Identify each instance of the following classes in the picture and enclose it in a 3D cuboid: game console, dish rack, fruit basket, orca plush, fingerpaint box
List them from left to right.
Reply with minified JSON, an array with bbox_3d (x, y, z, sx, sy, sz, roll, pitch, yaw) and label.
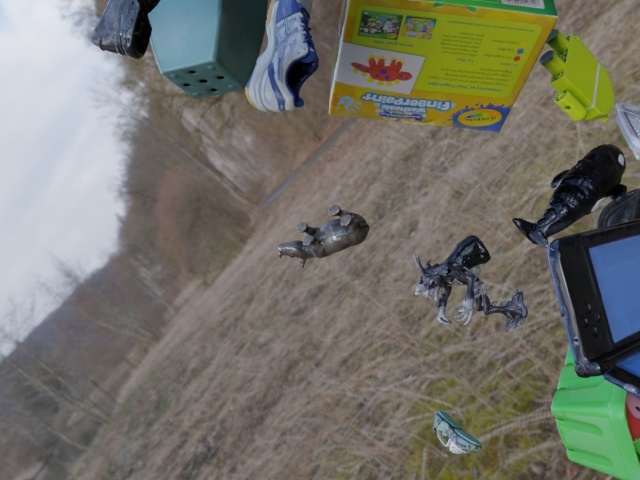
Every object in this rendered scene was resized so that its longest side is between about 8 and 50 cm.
[{"bbox_3d":[0.260,-0.453,1.501,0.371,0.444,0.163,100,173,-58],"label":"fingerpaint box"},{"bbox_3d":[0.500,-0.119,1.271,0.287,0.102,0.151,-31,37,-6],"label":"orca plush"},{"bbox_3d":[0.736,0.346,1.389,0.392,0.283,0.392,-22,23,10],"label":"fruit basket"},{"bbox_3d":[1.004,-0.287,1.854,0.333,0.285,0.072,-68,-6,-57],"label":"dish rack"},{"bbox_3d":[0.461,0.088,0.808,0.293,0.250,0.173,-10,-6,-39],"label":"game console"}]

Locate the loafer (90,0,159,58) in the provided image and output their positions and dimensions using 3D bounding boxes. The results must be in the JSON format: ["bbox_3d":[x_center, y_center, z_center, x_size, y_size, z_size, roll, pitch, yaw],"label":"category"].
[{"bbox_3d":[-0.233,-0.305,0.782,0.062,0.061,0.170,84,-164,-69],"label":"loafer"}]

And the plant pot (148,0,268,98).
[{"bbox_3d":[-0.194,-0.375,1.088,0.165,0.234,0.165,-6,-15,21],"label":"plant pot"}]

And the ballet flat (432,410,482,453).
[{"bbox_3d":[0.332,0.486,1.566,0.070,0.070,0.188,-49,16,-3],"label":"ballet flat"}]

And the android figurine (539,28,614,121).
[{"bbox_3d":[0.672,-0.418,1.656,0.056,0.273,0.248,-23,40,50],"label":"android figurine"}]

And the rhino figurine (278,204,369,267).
[{"bbox_3d":[0.000,0.000,1.398,0.243,0.106,0.073,-25,56,32],"label":"rhino figurine"}]

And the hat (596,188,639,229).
[{"bbox_3d":[0.895,-0.058,1.835,0.331,0.134,0.331,-45,20,21],"label":"hat"}]

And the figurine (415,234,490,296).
[{"bbox_3d":[0.373,0.093,1.882,0.209,0.092,0.215,-29,-19,-8],"label":"figurine"}]

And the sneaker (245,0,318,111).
[{"bbox_3d":[-0.048,-0.404,1.326,0.112,0.131,0.296,17,-91,-61],"label":"sneaker"}]

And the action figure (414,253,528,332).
[{"bbox_3d":[0.326,0.130,1.459,0.164,0.275,0.141,110,-177,-83],"label":"action figure"}]
